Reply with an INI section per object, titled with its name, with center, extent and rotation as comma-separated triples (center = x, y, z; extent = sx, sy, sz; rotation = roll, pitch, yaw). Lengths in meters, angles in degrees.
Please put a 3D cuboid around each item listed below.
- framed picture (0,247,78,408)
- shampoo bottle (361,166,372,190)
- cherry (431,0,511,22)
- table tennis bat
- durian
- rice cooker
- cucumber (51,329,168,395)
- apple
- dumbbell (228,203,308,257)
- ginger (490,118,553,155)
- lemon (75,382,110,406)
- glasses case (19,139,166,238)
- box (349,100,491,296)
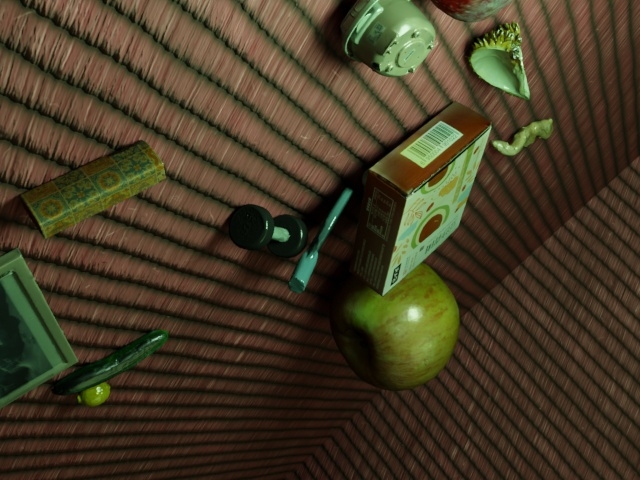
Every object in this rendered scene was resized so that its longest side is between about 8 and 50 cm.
[framed picture]
center = -0.639, 0.212, 1.474
extent = 0.326, 0.028, 0.446
rotation = -32, 155, -19
[shampoo bottle]
center = 0.144, -0.114, 2.026
extent = 0.065, 0.065, 0.204
rotation = -38, 156, -5
[cherry]
center = 0.272, -0.479, 1.432
extent = 0.192, 0.175, 0.249
rotation = -29, 157, -3
[table tennis bat]
center = 0.000, 0.000, 1.856
extent = 0.215, 0.044, 0.329
rotation = -58, -178, 43
[durian]
center = 0.427, -0.413, 1.822
extent = 0.144, 0.139, 0.252
rotation = -42, 156, -7
[rice cooker]
center = 0.125, -0.373, 1.459
extent = 0.145, 0.127, 0.206
rotation = -51, 163, 22
[cucumber]
center = -0.468, 0.279, 1.812
extent = 0.284, 0.056, 0.056
rotation = -28, 153, -25
[apple]
center = 0.224, 0.232, 2.352
extent = 0.334, 0.400, 0.400
rotation = -31, 155, -28
[dumbbell]
center = -0.112, -0.019, 1.761
extent = 0.100, 0.100, 0.191
rotation = -47, 155, 14
[ginger]
center = 0.599, -0.302, 2.366
extent = 0.288, 0.075, 0.089
rotation = -26, 158, -38
[lemon]
center = -0.522, 0.350, 1.845
extent = 0.083, 0.062, 0.062
rotation = -20, 149, -32
[glasses case]
center = -0.364, -0.088, 1.295
extent = 0.218, 0.075, 0.049
rotation = -30, 153, -22
[box]
center = 0.243, -0.099, 1.991
extent = 0.344, 0.122, 0.385
rotation = -39, 154, -31
